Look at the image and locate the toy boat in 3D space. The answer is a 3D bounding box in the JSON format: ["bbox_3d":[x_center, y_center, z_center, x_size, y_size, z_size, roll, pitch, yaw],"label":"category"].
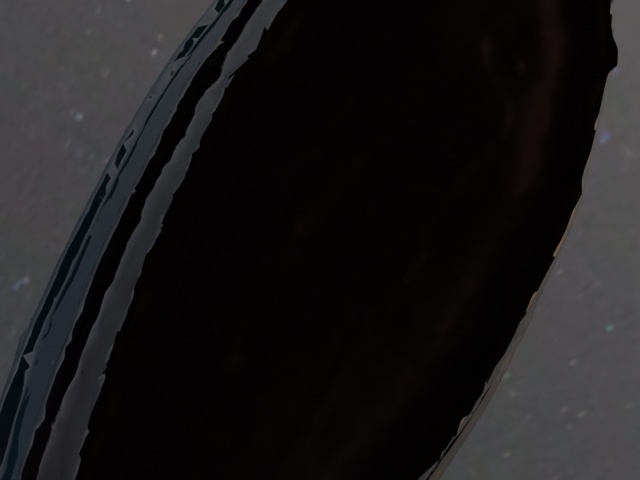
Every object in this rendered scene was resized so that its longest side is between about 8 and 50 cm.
[{"bbox_3d":[0.000,0.000,0.397,0.100,0.097,0.223,34,-116,-11],"label":"toy boat"}]
